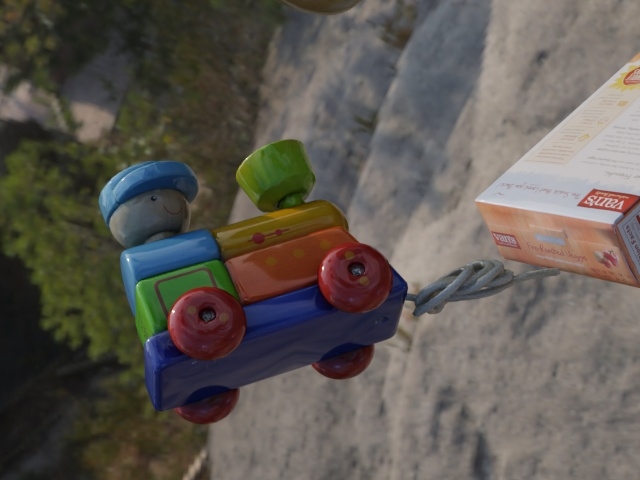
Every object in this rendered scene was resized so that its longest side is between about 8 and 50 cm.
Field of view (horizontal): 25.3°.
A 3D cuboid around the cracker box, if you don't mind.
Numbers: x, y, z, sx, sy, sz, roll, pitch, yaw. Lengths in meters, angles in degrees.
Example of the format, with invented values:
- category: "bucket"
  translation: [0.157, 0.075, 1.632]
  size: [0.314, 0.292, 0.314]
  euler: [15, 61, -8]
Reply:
- category: "cracker box"
  translation: [0.257, -0.066, 1.123]
  size: [0.232, 0.067, 0.156]
  euler: [-40, 28, -22]

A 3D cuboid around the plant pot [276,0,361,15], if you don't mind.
- category: "plant pot"
  translation: [-0.033, -0.280, 1.072]
  size: [0.032, 0.236, 0.236]
  euler: [-12, 70, 37]

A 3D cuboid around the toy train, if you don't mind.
- category: "toy train"
  translation: [0.000, 0.000, 0.844]
  size: [0.105, 0.248, 0.143]
  euler: [100, 149, -59]
